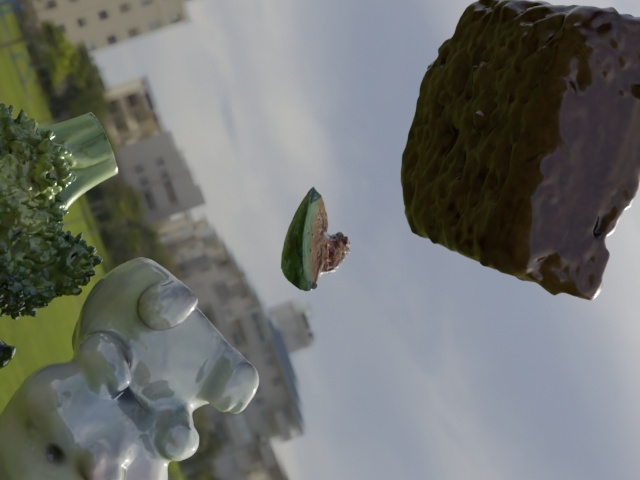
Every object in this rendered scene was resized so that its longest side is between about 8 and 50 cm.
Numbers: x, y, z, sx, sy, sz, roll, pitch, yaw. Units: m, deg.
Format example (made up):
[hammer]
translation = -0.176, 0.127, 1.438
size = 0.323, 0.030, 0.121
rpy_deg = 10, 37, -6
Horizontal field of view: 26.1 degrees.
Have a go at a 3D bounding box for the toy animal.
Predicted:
[toy animal]
translation = -0.256, 0.192, 1.466
size = 0.196, 0.367, 0.241
rpy_deg = 50, -23, -26

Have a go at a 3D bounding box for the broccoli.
[broccoli]
translation = -0.357, -0.052, 1.505
size = 0.235, 0.260, 0.288
rpy_deg = -97, 177, -52

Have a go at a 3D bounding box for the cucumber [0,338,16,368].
[cucumber]
translation = -0.368, 0.048, 1.091
size = 0.284, 0.056, 0.056
rpy_deg = 22, -23, 12

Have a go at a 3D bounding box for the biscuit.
[biscuit]
translation = 0.246, -0.130, 1.701
size = 0.395, 0.166, 0.342
rpy_deg = -154, -102, -69

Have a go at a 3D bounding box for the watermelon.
[watermelon]
translation = -0.011, 0.000, 1.660
size = 0.155, 0.080, 0.101
rpy_deg = -57, 163, -50
